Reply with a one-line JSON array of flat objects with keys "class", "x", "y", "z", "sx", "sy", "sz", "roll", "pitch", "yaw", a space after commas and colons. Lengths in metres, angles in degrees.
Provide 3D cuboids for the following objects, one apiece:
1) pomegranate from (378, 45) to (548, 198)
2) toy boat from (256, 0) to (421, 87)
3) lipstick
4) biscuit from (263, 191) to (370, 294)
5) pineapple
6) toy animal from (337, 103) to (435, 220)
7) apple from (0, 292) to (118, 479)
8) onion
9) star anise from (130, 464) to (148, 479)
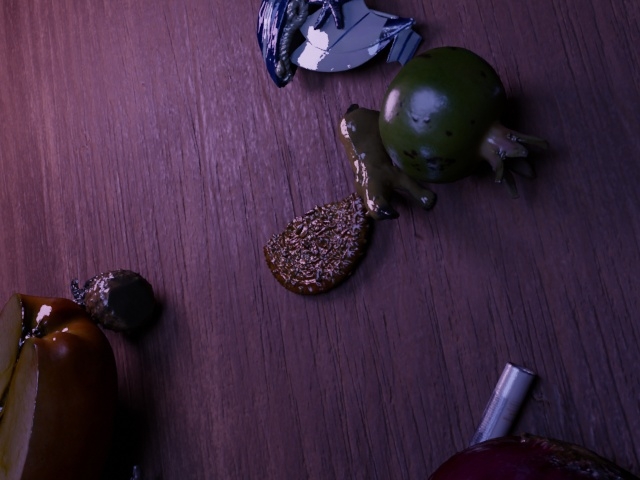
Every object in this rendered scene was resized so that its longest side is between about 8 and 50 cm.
[{"class": "pomegranate", "x": 0.186, "y": -0.146, "z": 1.730, "sx": 0.224, "sy": 0.181, "sz": 0.181, "roll": 34, "pitch": 101, "yaw": 21}, {"class": "toy boat", "x": 0.025, "y": -0.344, "z": 1.988, "sx": 0.291, "sy": 0.070, "sz": 0.210, "roll": -6, "pitch": 78, "yaw": 36}, {"class": "lipstick", "x": 0.223, "y": 0.223, "z": 1.666, "sx": 0.040, "sy": 0.040, "sz": 0.141, "roll": 30, "pitch": 98, "yaw": 42}, {"class": "biscuit", "x": -0.003, "y": 0.013, "z": 1.925, "sx": 0.206, "sy": 0.025, "sz": 0.126, "roll": -30, "pitch": 62, "yaw": 35}, {"class": "pineapple", "x": -0.351, "y": 0.098, "z": 2.168, "sx": 0.197, "sy": 0.108, "sz": 0.108, "roll": -1, "pitch": 77, "yaw": 52}, {"class": "toy animal", "x": 0.077, "y": -0.103, "z": 1.845, "sx": 0.103, "sy": 0.101, "sz": 0.219, "roll": -31, "pitch": 59, "yaw": 30}, {"class": "apple", "x": -0.461, "y": 0.274, "z": 2.078, "sx": 0.328, "sy": 0.295, "sz": 0.365, "roll": 29, "pitch": 110, "yaw": 15}, {"class": "onion", "x": 0.227, "y": 0.364, "z": 1.484, "sx": 0.336, "sy": 0.260, "sz": 0.282, "roll": 28, "pitch": 101, "yaw": 41}, {"class": "star anise", "x": -0.280, "y": 0.445, "z": 2.024, "sx": 0.195, "sy": 0.065, "sz": 0.182, "roll": 46, "pitch": 113, "yaw": 35}]
